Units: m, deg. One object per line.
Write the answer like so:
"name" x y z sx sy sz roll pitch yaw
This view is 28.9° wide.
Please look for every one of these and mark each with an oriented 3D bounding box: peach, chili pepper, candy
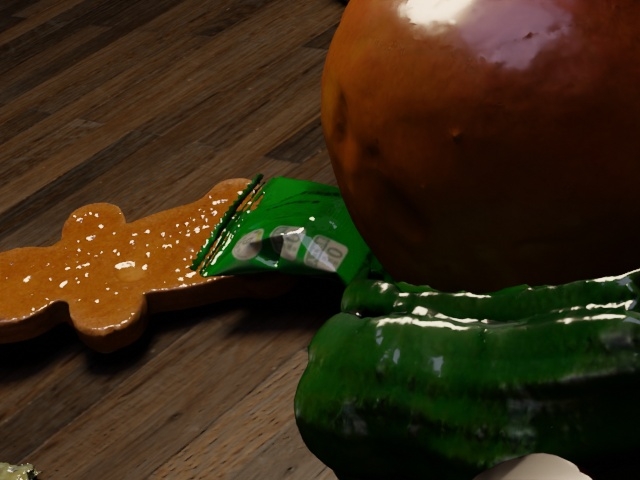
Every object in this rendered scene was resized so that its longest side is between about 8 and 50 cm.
"peach" 0.181 -0.097 0.932 0.301 0.343 0.343 -12 27 34
"chili pepper" 0.164 0.110 0.734 0.385 0.213 0.167 4 78 32
"candy" 0.001 -0.004 1.094 0.203 0.078 0.141 14 32 23

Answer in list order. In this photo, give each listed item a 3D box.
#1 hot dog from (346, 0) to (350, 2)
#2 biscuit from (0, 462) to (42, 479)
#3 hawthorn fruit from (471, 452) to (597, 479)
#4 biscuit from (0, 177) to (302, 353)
"hot dog" 0.171 -0.429 1.649 0.405 0.185 0.223 -13 28 9
"biscuit" -0.293 0.225 0.954 0.144 0.016 0.203 -12 30 12
"hawthorn fruit" 0.106 0.221 0.497 0.215 0.250 0.215 -8 46 8
"biscuit" -0.187 0.030 1.178 0.324 0.049 0.205 -15 38 -10
